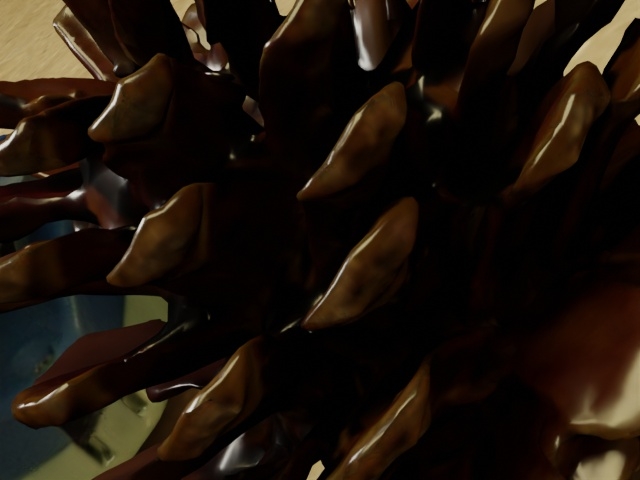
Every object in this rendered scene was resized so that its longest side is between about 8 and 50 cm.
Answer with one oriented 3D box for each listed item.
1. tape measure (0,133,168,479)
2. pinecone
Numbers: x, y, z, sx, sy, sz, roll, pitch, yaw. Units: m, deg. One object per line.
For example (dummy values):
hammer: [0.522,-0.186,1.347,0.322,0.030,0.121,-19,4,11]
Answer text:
tape measure: [-0.196,0.077,0.832,0.259,0.138,0.262,-32,23,17]
pinecone: [0.004,-0.009,0.521,0.264,0.264,0.264,-34,23,16]
